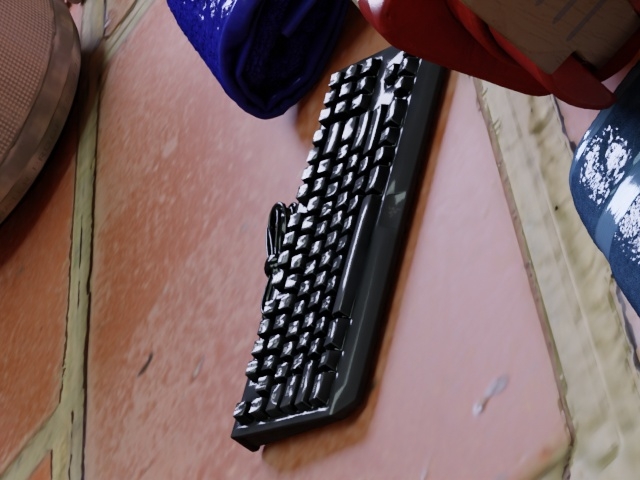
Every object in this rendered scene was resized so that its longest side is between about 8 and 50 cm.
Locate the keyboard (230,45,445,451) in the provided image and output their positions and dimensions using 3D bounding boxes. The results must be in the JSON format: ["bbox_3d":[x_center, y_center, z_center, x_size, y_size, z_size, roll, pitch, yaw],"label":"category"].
[{"bbox_3d":[0.000,0.000,0.758,0.108,0.023,0.180,-26,41,54],"label":"keyboard"}]

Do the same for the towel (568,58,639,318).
[{"bbox_3d":[0.109,-0.013,0.541,0.067,0.029,0.119,-54,25,20],"label":"towel"}]

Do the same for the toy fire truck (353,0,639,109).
[{"bbox_3d":[0.085,-0.138,0.541,0.217,0.158,0.246,-65,26,18],"label":"toy fire truck"}]

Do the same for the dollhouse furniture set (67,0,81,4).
[{"bbox_3d":[-0.282,-0.261,1.317,0.262,0.259,0.135,-35,45,44],"label":"dollhouse furniture set"}]

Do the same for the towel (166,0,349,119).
[{"bbox_3d":[-0.037,-0.232,0.927,0.227,0.076,0.308,-53,39,17],"label":"towel"}]

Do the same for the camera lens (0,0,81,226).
[{"bbox_3d":[-0.313,-0.124,1.185,0.219,0.274,0.219,-31,42,33],"label":"camera lens"}]
